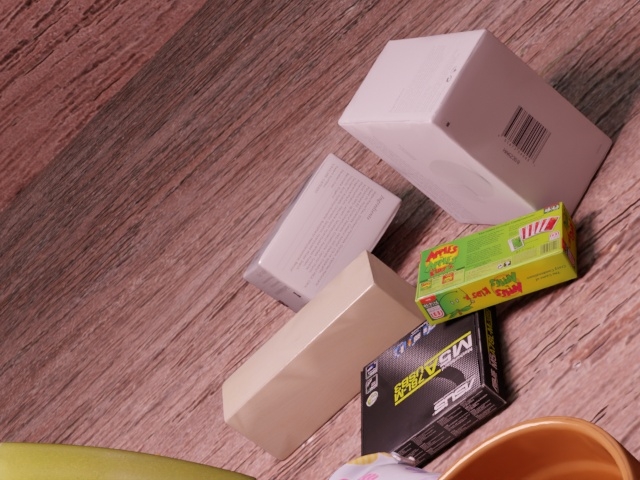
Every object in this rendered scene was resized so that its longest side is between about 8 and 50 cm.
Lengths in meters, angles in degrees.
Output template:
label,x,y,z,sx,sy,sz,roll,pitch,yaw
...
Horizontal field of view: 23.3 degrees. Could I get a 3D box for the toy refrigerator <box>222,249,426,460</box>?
label,x,y,z,sx,sy,sz,roll,pitch,yaw
toy refrigerator,0.003,0.144,1.958,0.269,0.102,0.094,-45,25,18

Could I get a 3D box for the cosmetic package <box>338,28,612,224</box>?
label,x,y,z,sx,sy,sz,roll,pitch,yaw
cosmetic package,0.183,-0.130,1.867,0.138,0.224,0.225,-59,25,-13

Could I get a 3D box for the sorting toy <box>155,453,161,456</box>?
label,x,y,z,sx,sy,sz,roll,pitch,yaw
sorting toy,-0.288,0.437,2.022,0.047,0.196,0.347,30,88,23

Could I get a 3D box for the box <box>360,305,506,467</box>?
label,x,y,z,sx,sy,sz,roll,pitch,yaw
box,0.125,0.166,1.781,0.191,0.045,0.184,-39,24,26

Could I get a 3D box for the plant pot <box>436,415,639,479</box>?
label,x,y,z,sx,sy,sz,roll,pitch,yaw
plant pot,0.201,0.315,1.249,0.291,0.203,0.291,-39,28,25

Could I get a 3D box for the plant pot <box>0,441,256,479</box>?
label,x,y,z,sx,sy,sz,roll,pitch,yaw
plant pot,-0.214,0.357,1.809,0.293,0.275,0.275,-5,30,-4

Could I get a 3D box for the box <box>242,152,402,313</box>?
label,x,y,z,sx,sy,sz,roll,pitch,yaw
box,0.000,0.000,2.076,0.182,0.119,0.181,-57,4,-11

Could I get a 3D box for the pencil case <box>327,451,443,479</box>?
label,x,y,z,sx,sy,sz,roll,pitch,yaw
pencil case,0.113,0.282,1.562,0.124,0.113,0.273,-40,18,-24

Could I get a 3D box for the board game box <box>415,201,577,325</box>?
label,x,y,z,sx,sy,sz,roll,pitch,yaw
board game box,0.201,0.027,1.774,0.181,0.043,0.092,-20,32,22
